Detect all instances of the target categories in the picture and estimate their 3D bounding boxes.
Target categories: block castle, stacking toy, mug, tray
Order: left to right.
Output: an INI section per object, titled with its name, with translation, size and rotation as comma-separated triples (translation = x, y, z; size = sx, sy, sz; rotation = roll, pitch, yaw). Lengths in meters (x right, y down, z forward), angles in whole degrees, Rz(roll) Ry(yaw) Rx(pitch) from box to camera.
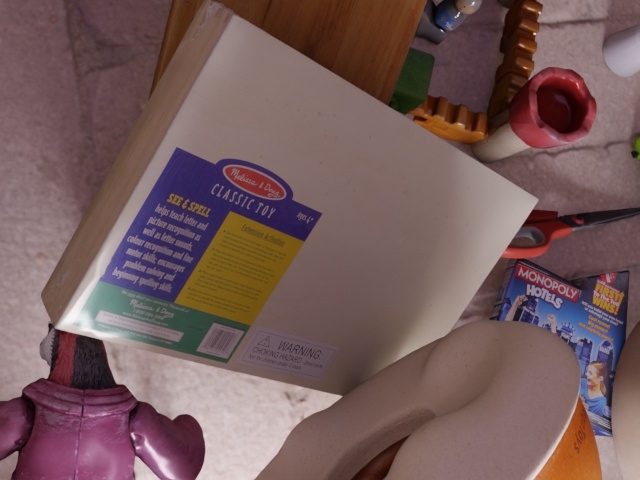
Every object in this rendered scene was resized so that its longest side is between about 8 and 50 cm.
[tray]
translation = -0.056, -0.102, 0.737
size = 0.203, 0.076, 0.410
rotation = 12, 114, -17
[block castle]
translation = 0.095, -0.290, 0.869
size = 0.454, 0.213, 0.302
rotation = 17, 76, -16
[stacking toy]
translation = 0.167, 0.339, 0.655
size = 0.351, 0.351, 0.479
rotation = -38, 94, -21
[mug]
translation = 0.421, -0.261, 1.057
size = 0.062, 0.064, 0.078
rotation = 41, 70, -8

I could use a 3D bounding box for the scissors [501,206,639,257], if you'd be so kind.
[scissors]
translation = 0.300, -0.013, 0.971
size = 0.297, 0.021, 0.109
rotation = 4, 39, -21

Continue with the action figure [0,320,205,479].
[action figure]
translation = -0.217, 0.224, 0.653
size = 0.248, 0.276, 0.369
rotation = 2, 94, -13

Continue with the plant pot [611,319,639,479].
[plant pot]
translation = 0.498, 0.203, 0.905
size = 0.284, 0.191, 0.283
rotation = 6, 80, -32

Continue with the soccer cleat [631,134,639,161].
[soccer cleat]
translation = 0.476, -0.070, 1.047
size = 0.072, 0.060, 0.178
rotation = -27, 87, -23

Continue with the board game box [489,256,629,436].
[board game box]
translation = 0.283, 0.104, 0.948
size = 0.194, 0.060, 0.194
rotation = 27, 72, -13

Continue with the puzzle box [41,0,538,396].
[puzzle box]
translation = 0.000, 0.000, 0.718
size = 0.409, 0.052, 0.272
rotation = 23, 105, -41
